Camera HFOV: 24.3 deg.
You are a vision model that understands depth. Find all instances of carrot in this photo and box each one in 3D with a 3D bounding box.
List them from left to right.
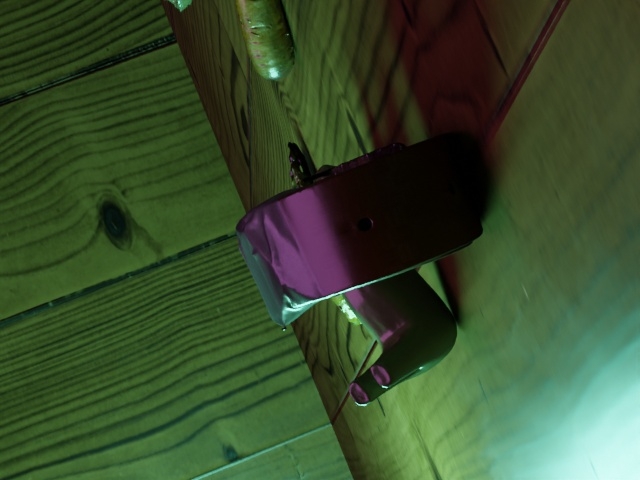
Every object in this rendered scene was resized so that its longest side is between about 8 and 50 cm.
[{"bbox_3d":[-0.076,-0.295,1.728,0.059,0.059,0.248,-121,14,-55],"label":"carrot"}]

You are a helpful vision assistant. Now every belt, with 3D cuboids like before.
[{"bbox_3d":[0.027,-0.010,1.201,0.105,0.184,0.261,68,159,-4],"label":"belt"}]

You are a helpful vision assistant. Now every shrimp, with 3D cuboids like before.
[{"bbox_3d":[-0.006,-0.002,2.019,0.117,0.066,0.262,94,156,-74],"label":"shrimp"}]

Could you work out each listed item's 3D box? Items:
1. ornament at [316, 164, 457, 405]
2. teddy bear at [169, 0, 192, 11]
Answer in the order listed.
[{"bbox_3d":[0.045,0.027,1.438,0.230,0.061,0.245,51,-149,9],"label":"ornament"},{"bbox_3d":[-0.201,-0.437,2.007,0.129,0.182,0.251,13,133,36],"label":"teddy bear"}]
